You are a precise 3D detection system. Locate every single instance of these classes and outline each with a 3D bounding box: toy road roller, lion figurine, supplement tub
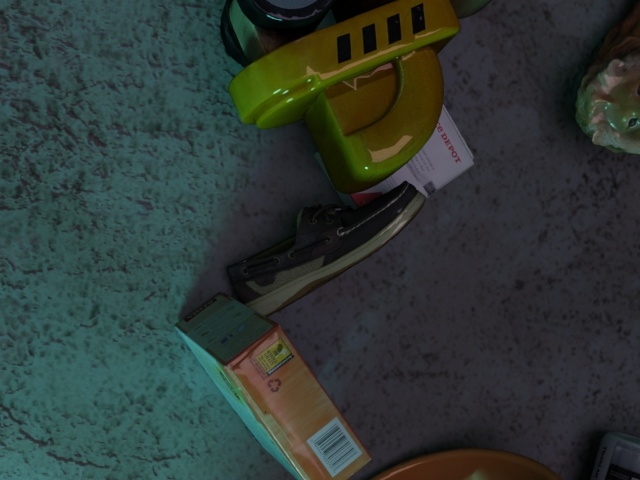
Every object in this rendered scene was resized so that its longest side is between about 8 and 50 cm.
[{"bbox_3d":[0.069,-0.191,1.141,0.330,0.202,0.240,-22,88,-11],"label":"toy road roller"},{"bbox_3d":[0.404,-0.276,1.312,0.240,0.142,0.392,8,79,-10],"label":"lion figurine"},{"bbox_3d":[0.350,0.322,1.347,0.117,0.117,0.190,17,90,-18],"label":"supplement tub"}]

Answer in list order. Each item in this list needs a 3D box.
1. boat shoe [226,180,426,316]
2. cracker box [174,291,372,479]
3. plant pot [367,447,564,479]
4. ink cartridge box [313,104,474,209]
[{"bbox_3d":[0.000,0.000,1.195,0.224,0.080,0.073,-34,98,20],"label":"boat shoe"},{"bbox_3d":[-0.052,0.141,1.143,0.067,0.232,0.155,-37,105,-12],"label":"cracker box"},{"bbox_3d":[0.149,0.384,1.223,0.291,0.291,0.203,-28,119,-13],"label":"plant pot"},{"bbox_3d":[0.078,-0.086,1.253,0.135,0.056,0.099,-34,105,-11],"label":"ink cartridge box"}]
